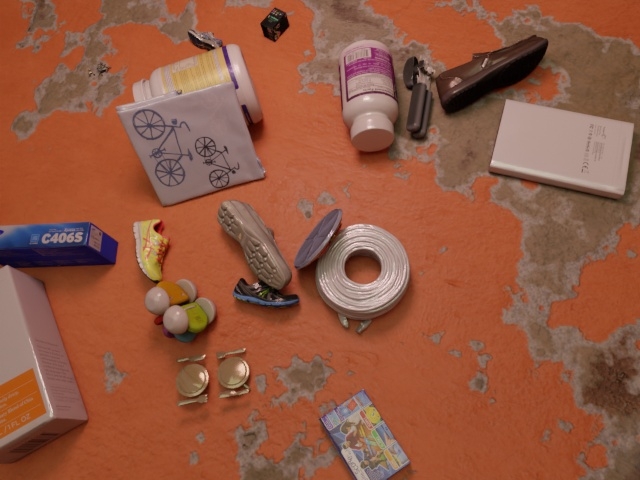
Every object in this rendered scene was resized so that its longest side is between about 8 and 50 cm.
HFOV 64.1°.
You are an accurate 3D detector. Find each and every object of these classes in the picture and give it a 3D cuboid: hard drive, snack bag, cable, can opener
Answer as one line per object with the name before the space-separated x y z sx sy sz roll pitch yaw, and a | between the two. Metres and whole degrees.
hard drive | 0.681 -0.264 1.452 0.353 0.047 0.233 15 72 12
snack bag | -0.361 -0.279 1.471 0.342 0.323 0.037 -16 34 2
cable | 0.110 0.081 1.368 0.257 0.089 0.257 -36 69 -7
can opener | 0.299 -0.442 1.568 0.093 0.074 0.280 -11 61 40

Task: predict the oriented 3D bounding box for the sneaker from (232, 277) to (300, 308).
sneaker | -0.147 0.140 1.390 0.188 0.067 0.078 10 77 14

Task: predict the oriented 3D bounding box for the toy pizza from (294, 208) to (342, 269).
toy pizza | 0.000 0.000 1.373 0.032 0.201 0.201 37 76 -14

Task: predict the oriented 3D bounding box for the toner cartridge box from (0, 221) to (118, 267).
toner cartridge box | -0.786 0.016 1.468 0.347 0.165 0.075 -2 68 6

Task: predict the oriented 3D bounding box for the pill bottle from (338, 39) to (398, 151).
pill bottle | 0.143 -0.425 1.518 0.169 0.169 0.302 -5 69 5

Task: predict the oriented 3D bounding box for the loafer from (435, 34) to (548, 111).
loafer | 0.505 -0.527 1.529 0.365 0.134 0.130 -26 68 -3

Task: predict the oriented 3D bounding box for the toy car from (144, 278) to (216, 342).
toy car | -0.385 0.198 1.372 0.182 0.159 0.136 39 113 18

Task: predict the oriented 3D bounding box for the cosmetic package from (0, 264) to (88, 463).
cosmetic package | -0.824 0.323 1.356 0.230 0.161 0.453 -30 68 -5

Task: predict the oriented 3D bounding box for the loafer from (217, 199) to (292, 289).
loafer | -0.167 0.001 1.418 0.111 0.112 0.319 -13 56 -43

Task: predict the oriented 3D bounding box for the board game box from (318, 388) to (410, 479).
board game box | 0.105 0.486 1.242 0.136 0.035 0.201 -32 68 -6

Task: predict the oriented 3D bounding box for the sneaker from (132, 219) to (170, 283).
sneaker | -0.477 0.023 1.471 0.094 0.081 0.209 -18 67 -2

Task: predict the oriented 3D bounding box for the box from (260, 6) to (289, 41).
box | -0.154 -0.732 1.731 0.052 0.062 0.083 33 76 19

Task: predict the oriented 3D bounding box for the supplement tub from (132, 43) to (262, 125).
supplement tub | -0.364 -0.428 1.545 0.331 0.241 0.241 -18 68 0

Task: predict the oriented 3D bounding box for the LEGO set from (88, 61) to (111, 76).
LEGO set | -0.773 -0.598 1.779 0.083 0.023 0.054 -31 69 -5

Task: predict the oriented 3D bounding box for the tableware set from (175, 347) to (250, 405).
tableware set | -0.279 0.362 1.339 0.194 0.039 0.128 -9 56 -3

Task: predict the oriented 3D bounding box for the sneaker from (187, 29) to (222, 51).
sneaker | -0.395 -0.692 1.759 0.135 0.052 0.058 31 66 10
